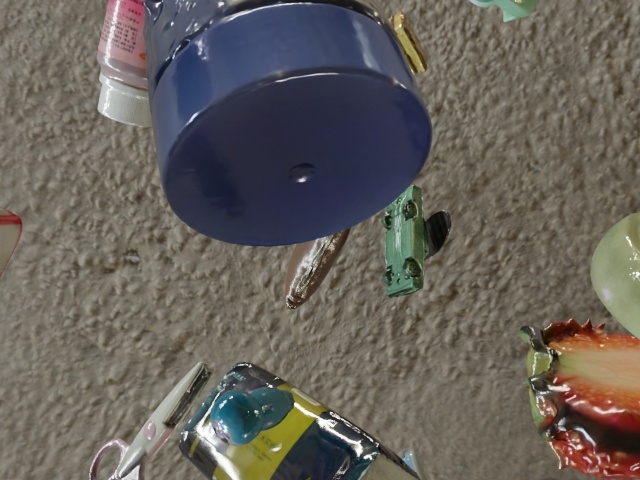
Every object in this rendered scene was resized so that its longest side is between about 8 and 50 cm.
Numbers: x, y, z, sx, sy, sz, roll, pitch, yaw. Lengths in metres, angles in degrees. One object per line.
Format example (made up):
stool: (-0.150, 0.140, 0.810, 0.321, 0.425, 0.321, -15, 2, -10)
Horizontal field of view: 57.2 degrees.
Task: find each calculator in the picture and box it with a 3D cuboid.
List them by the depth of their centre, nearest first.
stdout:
calculator: (0.253, 0.631, 1.469, 0.039, 0.121, 0.210, -23, 44, 10)

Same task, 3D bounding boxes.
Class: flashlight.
flashlight: (-0.060, 0.166, 0.575, 0.051, 0.129, 0.051, -3, 84, 23)

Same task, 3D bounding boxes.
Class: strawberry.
strawberry: (0.376, 0.187, 0.635, 0.307, 0.233, 0.137, 3, 109, 10)

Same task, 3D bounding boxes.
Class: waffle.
waffle: (0.159, -0.368, 1.094, 0.042, 0.148, 0.102, -27, 113, 21)

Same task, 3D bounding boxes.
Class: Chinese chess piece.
Chinese chess piece: (0.295, 0.036, 0.474, 0.144, 0.058, 0.144, 12, 37, -9)

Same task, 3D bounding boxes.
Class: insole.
insole: (0.308, 0.011, 1.797, 0.012, 0.309, 0.110, -3, 64, -29)

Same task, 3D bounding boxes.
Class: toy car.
toy car: (0.253, 0.005, 1.717, 0.097, 0.141, 0.320, 14, 66, -27)

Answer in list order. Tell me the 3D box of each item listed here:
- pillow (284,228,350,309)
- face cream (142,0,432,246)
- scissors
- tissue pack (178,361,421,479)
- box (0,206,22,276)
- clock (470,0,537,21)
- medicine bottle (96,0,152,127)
pillow: (0.000, 0.000, 1.569, 0.109, 0.305, 0.307, 28, 109, -5)
face cream: (-0.041, -0.149, 0.576, 0.249, 0.249, 0.224, -11, 59, -6)
scissors: (-0.156, 0.182, 0.548, 0.176, 0.022, 0.085, -53, 51, 6)
tissue pack: (-0.045, 0.447, 1.152, 0.417, 0.264, 0.253, 18, 64, 43)
box: (-0.439, 0.056, 0.326, 0.315, 0.312, 0.299, 25, 95, 1)
clock: (0.256, -0.423, 0.879, 0.189, 0.060, 0.148, 2, 89, -41)
medicine bottle: (-0.310, -0.330, 1.022, 0.147, 0.147, 0.246, 21, 109, 3)
